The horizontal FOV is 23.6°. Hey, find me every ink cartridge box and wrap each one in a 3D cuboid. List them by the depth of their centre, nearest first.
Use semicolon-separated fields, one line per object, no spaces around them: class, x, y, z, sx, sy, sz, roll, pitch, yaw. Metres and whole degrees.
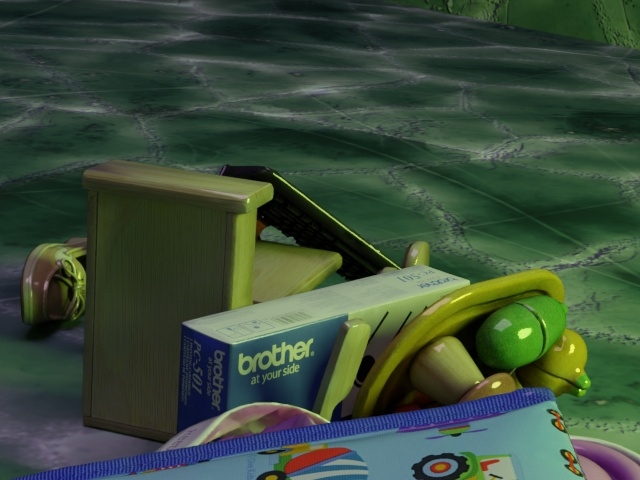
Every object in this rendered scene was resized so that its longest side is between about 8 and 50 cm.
ink cartridge box;0.005;0.081;0.927;0.207;0.097;0.046;-12;23;-44

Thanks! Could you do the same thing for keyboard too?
keyboard;0.000;0.000;1.162;0.180;0.023;0.108;37;-13;-22

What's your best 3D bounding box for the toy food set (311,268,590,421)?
toy food set;0.091;0.093;0.906;0.218;0.128;0.071;-12;45;-44

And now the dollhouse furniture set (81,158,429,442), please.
dollhouse furniture set;-0.057;0.016;1.020;0.212;0.161;0.242;9;16;17

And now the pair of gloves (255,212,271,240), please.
pair of gloves;-0.047;0.014;1.167;0.083;0.074;0.010;38;45;-21

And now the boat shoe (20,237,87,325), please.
boat shoe;-0.181;0.029;1.143;0.048;0.056;0.153;3;8;11

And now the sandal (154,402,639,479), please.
sandal;-0.010;0.126;0.754;0.416;0.102;0.169;-5;18;-28

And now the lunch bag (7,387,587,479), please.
lunch bag;-0.046;0.160;0.530;0.293;0.138;0.221;1;25;-4
